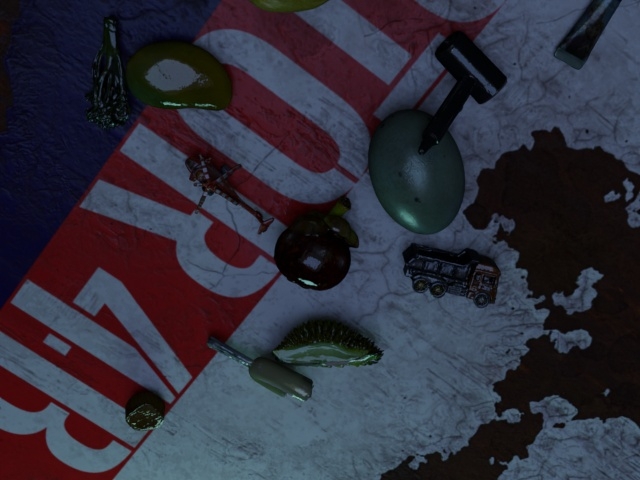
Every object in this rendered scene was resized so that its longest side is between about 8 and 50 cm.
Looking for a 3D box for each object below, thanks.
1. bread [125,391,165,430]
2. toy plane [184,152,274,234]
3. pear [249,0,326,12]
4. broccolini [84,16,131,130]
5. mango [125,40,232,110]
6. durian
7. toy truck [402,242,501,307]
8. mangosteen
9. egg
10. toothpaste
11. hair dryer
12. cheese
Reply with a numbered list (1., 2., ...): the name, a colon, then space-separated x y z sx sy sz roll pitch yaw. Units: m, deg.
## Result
1. bread: -0.362 0.352 2.046 0.085 0.053 0.085 -3 123 -5
2. toy plane: -0.169 -0.097 1.856 0.194 0.077 0.126 19 115 -16
3. pear: -0.041 -0.502 1.600 0.271 0.271 0.271 0 112 0
4. broccolini: -0.375 -0.300 1.787 0.091 0.068 0.202 15 102 15
5. mango: -0.253 -0.296 1.771 0.191 0.085 0.122 0 103 -11
6. durian: 0.019 0.206 1.966 0.221 0.137 0.095 4 80 6
7. toy truck: 0.252 0.062 1.913 0.192 0.083 0.092 14 106 -5
8. mangosteen: -0.011 0.003 1.870 0.146 0.156 0.181 4 83 25
9. egg: 0.175 -0.123 1.791 0.169 0.169 0.236 -14 113 5
10. toothpaste: 0.496 -0.405 1.750 0.062 0.037 0.216 26 115 -12
11. hair dryer: 0.221 -0.249 1.720 0.128 0.255 0.070 45 147 -14
12. cheese: -0.124 0.257 1.989 0.235 0.127 0.049 28 74 0
